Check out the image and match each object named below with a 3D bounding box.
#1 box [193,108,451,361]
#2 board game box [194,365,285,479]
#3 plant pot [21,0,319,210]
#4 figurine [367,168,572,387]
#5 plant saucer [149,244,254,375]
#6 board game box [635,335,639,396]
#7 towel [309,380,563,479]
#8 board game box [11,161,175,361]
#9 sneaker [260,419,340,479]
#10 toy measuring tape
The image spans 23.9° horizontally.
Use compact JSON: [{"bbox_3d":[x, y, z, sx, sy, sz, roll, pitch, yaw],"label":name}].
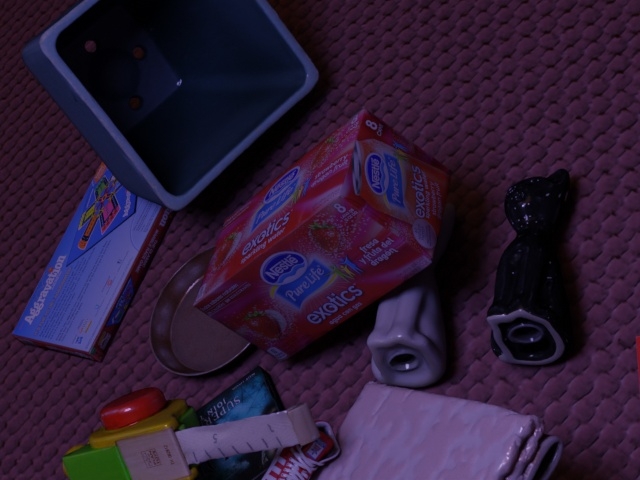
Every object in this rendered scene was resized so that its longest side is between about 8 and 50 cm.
[{"bbox_3d":[0.000,0.000,1.527,0.257,0.122,0.128,-36,27,43],"label":"box"},{"bbox_3d":[-0.112,0.231,1.584,0.186,0.026,0.126,-37,45,9],"label":"board game box"},{"bbox_3d":[-0.204,-0.204,1.797,0.248,0.247,0.252,-44,19,-19],"label":"plant pot"},{"bbox_3d":[0.149,0.030,1.507,0.214,0.092,0.209,-14,44,29],"label":"figurine"},{"bbox_3d":[-0.116,0.081,1.693,0.168,0.029,0.168,-20,49,24],"label":"plant saucer"},{"bbox_3d":[0.349,0.158,1.286,0.146,0.045,0.193,-17,51,26],"label":"board game box"},{"bbox_3d":[0.042,0.283,1.341,0.332,0.053,0.317,-57,22,-15],"label":"towel"},{"bbox_3d":[-0.262,0.009,1.852,0.145,0.027,0.281,9,66,38],"label":"board game box"},{"bbox_3d":[-0.021,0.220,1.439,0.067,0.042,0.118,-37,23,42],"label":"sneaker"},{"bbox_3d":[-0.123,0.194,1.512,0.330,0.121,0.121,-17,51,31],"label":"toy measuring tape"}]
